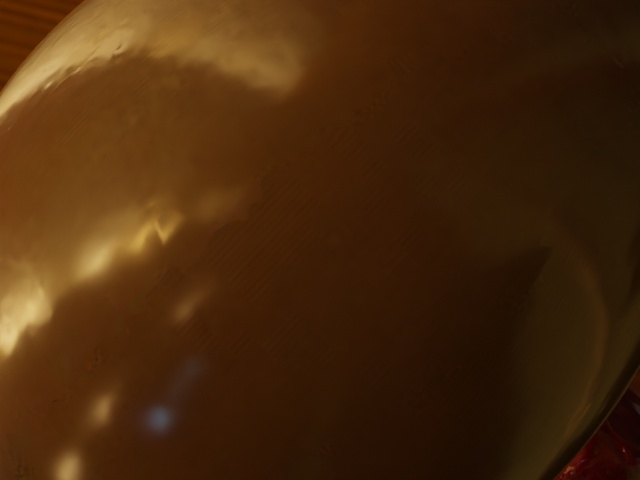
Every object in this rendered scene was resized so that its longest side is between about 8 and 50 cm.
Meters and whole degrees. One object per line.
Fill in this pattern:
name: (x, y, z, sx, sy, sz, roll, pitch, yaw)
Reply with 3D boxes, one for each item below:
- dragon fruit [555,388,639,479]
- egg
dragon fruit: (0.172, 0.149, 1.556, 0.261, 0.189, 0.163, -63, -33, -67)
egg: (0.000, 0.000, 0.877, 0.374, 0.301, 0.301, -40, 11, 17)
